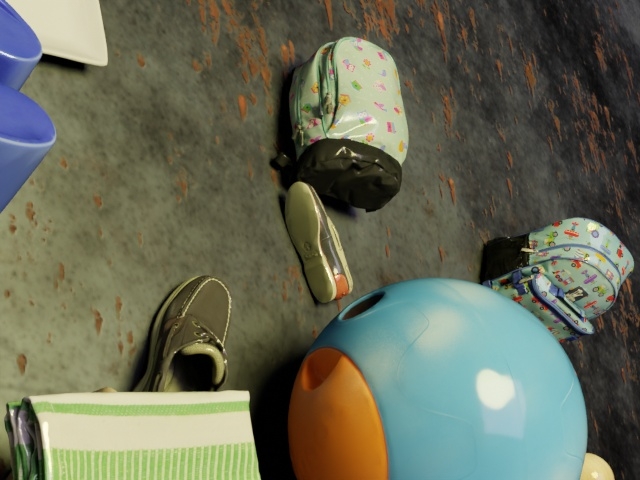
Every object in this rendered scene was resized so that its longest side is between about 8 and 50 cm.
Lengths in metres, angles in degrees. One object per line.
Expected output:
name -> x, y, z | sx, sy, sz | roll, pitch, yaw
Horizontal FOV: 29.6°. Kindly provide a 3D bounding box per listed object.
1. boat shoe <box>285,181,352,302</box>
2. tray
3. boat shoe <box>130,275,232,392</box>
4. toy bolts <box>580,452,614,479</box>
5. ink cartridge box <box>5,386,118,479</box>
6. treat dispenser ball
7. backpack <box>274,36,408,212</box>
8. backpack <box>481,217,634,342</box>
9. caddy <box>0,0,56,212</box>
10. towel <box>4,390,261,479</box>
boat shoe -> 0.000, 0.000, 1.329 | 0.043, 0.049, 0.137 | -17, 89, -46
tray -> -0.286, -0.294, 1.149 | 0.145, 0.030, 0.270 | 6, 67, -51
boat shoe -> -0.117, 0.115, 1.100 | 0.080, 0.073, 0.223 | 47, 41, -24
toy bolts -> 0.215, 0.313, 1.248 | 0.218, 0.228, 0.158 | 24, 51, -70
ink cartridge box -> -0.156, 0.267, 0.960 | 0.235, 0.088, 0.193 | 50, 38, -23
treat dispenser ball -> 0.112, 0.179, 1.170 | 0.288, 0.288, 0.288 | 28, 51, -41
backpack -> 0.031, -0.139, 1.390 | 0.152, 0.115, 0.182 | 22, 52, -41
backpack -> 0.319, 0.054, 1.594 | 0.158, 0.173, 0.117 | 44, 42, -28
caddy -> -0.353, -0.113, 0.852 | 0.341, 0.179, 0.241 | 31, 25, -38
towel -> -0.111, 0.273, 0.907 | 0.248, 0.038, 0.325 | 6, 66, -50
